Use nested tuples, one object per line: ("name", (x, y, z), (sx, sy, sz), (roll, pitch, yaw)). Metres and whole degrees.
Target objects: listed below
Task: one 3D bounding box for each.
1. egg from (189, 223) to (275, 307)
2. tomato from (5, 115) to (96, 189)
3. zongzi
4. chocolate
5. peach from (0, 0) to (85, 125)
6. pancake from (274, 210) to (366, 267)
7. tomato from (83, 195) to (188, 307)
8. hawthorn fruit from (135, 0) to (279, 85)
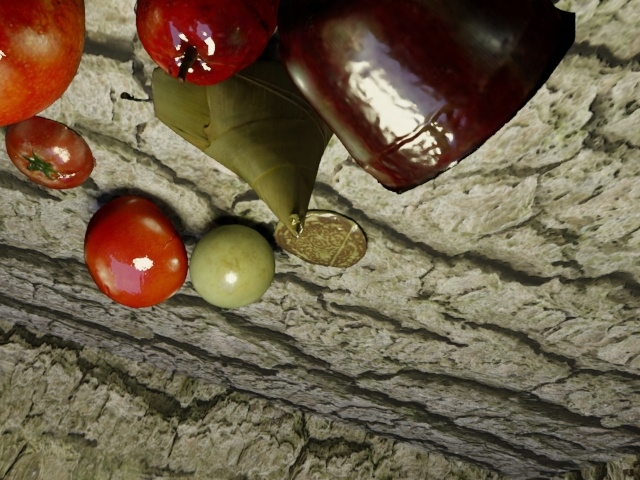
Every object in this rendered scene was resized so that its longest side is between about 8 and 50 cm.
("egg", (-0.239, 0.072, 1.705), (0.219, 0.218, 0.295), (25, 162, -16))
("tomato", (-0.670, -0.204, 1.576), (0.225, 0.085, 0.225), (12, 146, 8))
("zongzi", (-0.196, -0.191, 1.133), (0.448, 0.418, 0.181), (8, 137, 4))
("chocolate", (0.109, -0.297, 0.921), (0.331, 0.383, 0.384), (42, 141, -13))
("peach", (-0.552, -0.352, 1.015), (0.389, 0.388, 0.388), (10, 147, 7))
("pancake", (0.000, 0.001, 1.667), (0.250, 0.031, 0.250), (10, 148, 6))
("tomato", (-0.493, 0.037, 1.681), (0.299, 0.226, 0.298), (37, 146, 31))
("hawthorn fruit", (-0.189, -0.340, 1.008), (0.230, 0.266, 0.210), (-10, 135, 32))
